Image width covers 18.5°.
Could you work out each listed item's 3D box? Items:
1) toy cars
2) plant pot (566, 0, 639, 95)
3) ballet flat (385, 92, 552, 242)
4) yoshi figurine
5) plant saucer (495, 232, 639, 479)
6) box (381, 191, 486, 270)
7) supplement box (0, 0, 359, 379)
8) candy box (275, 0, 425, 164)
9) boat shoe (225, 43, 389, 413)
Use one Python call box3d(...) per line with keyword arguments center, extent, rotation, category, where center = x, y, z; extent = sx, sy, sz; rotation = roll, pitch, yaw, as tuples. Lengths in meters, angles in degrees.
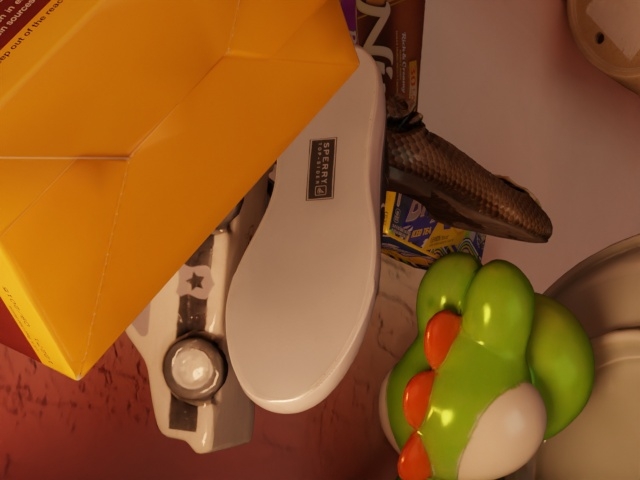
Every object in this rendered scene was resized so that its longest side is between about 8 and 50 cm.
box3d(center=(-0.088, -0.059, 1.042), extent=(0.176, 0.087, 0.393), rotation=(-68, 157, -49), category="toy cars")
box3d(center=(0.347, -0.204, 1.702), extent=(0.274, 0.256, 0.256), rotation=(-7, 104, -46), category="plant pot")
box3d(center=(0.085, -0.044, 1.273), extent=(0.250, 0.084, 0.058), rotation=(21, 80, -55), category="ballet flat")
box3d(center=(0.119, 0.186, 1.401), extent=(0.203, 0.204, 0.362), rotation=(-92, -170, -80), category="yoshi figurine")
box3d(center=(0.247, 0.177, 1.442), extent=(0.101, 0.400, 0.400), rotation=(15, 84, -48), category="plant saucer")
box3d(center=(0.063, -0.018, 1.376), extent=(0.169, 0.054, 0.059), rotation=(23, 77, -62), category="box")
box3d(center=(-0.127, -0.081, 0.796), extent=(0.191, 0.194, 0.129), rotation=(-50, 141, -25), category="supplement box")
box3d(center=(0.004, -0.109, 1.237), extent=(0.187, 0.053, 0.109), rotation=(-14, 110, -62), category="candy box")
box3d(center=(0.000, 0.000, 1.085), extent=(0.076, 0.080, 0.228), rotation=(68, 23, -56), category="boat shoe")
